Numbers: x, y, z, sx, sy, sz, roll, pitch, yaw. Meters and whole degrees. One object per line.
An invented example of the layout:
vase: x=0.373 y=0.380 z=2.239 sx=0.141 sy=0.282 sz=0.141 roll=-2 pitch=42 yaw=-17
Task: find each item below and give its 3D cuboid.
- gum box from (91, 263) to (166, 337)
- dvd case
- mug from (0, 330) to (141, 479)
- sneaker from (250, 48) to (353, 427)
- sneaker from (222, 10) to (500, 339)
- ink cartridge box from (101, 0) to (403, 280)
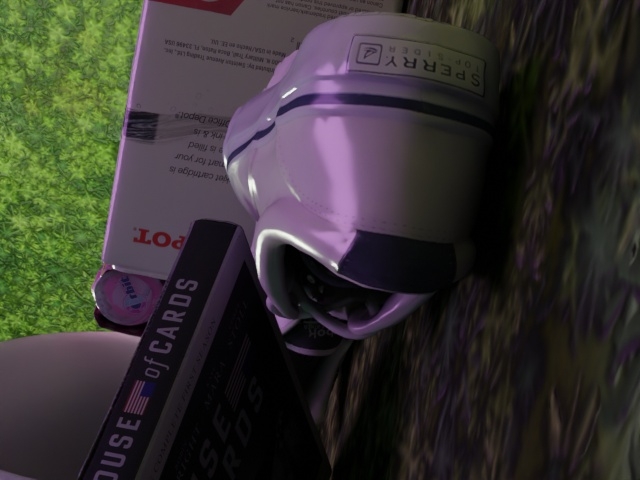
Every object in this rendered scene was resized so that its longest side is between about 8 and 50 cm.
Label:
gum box: x=-0.084 y=0.033 z=0.912 sx=0.107 sy=0.188 sz=0.062 roll=-85 pitch=6 yaw=-59
dvd case: x=-0.048 y=0.132 z=0.541 sx=0.238 sy=0.030 sz=0.179 roll=74 pitch=-152 yaw=-50
mug: x=-0.204 y=0.275 z=0.827 sx=0.276 sy=0.374 sz=0.328 roll=23 pitch=112 yaw=44
sneaker: x=0.000 y=0.000 z=0.673 sx=0.095 sy=0.090 sz=0.235 roll=-116 pitch=31 yaw=-62
sneaker: x=0.002 y=-0.009 z=0.444 sx=0.258 sy=0.094 sz=0.091 roll=122 pitch=159 yaw=-82
ink cartridge box: x=-0.047 y=-0.087 z=0.798 sx=0.100 sy=0.172 sz=0.237 roll=-102 pitch=22 yaw=-81
